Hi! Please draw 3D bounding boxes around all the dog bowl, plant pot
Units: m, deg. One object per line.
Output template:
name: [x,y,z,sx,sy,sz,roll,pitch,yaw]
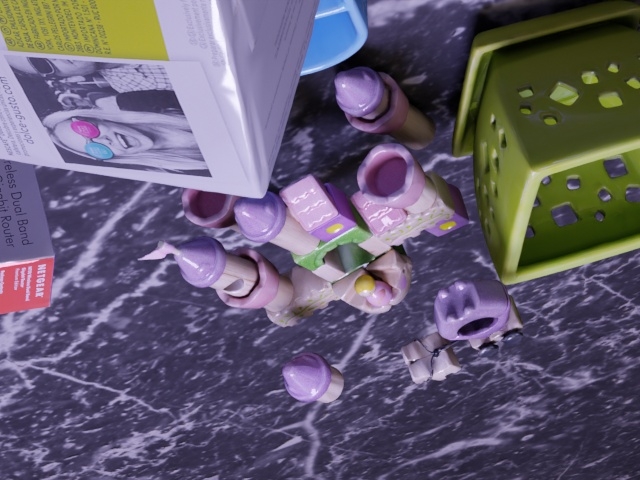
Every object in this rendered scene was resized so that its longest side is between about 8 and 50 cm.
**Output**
dog bowl: [-0.040,-0.229,1.793,0.166,0.074,0.297,-14,164,6]
plant pot: [0.266,-0.115,2.056,0.227,0.207,0.228,-16,149,-14]

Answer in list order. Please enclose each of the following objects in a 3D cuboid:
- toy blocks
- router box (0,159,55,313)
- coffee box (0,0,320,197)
toy blocks: [0.000,0.000,2.016,0.289,0.309,0.260,-30,153,19]
router box: [-0.408,-0.080,1.663,0.301,0.335,0.082,-9,148,-17]
coffee box: [-0.178,-0.277,1.356,0.334,0.337,0.338,8,152,11]
